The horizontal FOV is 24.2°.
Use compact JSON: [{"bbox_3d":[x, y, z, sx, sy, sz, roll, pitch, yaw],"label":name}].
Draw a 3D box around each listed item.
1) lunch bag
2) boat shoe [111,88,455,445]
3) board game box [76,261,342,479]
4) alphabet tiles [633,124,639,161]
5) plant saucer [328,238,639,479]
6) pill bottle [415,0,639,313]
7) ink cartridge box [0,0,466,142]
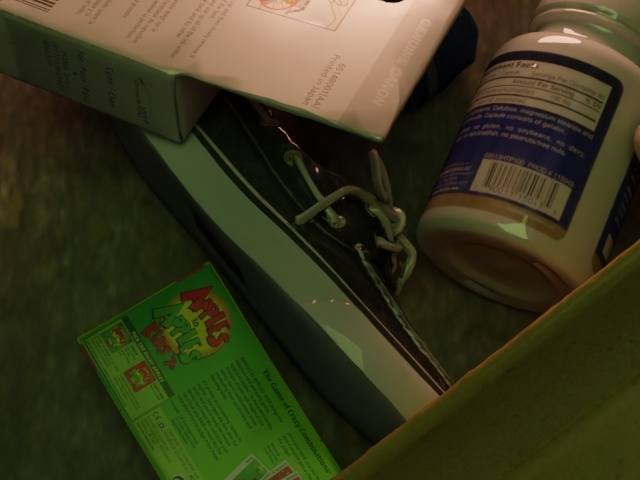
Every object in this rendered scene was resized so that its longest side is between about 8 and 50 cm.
[{"bbox_3d":[0.046,-0.136,0.953,0.065,0.067,0.098,-38,69,-13],"label":"lunch bag"},{"bbox_3d":[0.000,0.002,0.880,0.105,0.113,0.306,-34,56,-14],"label":"boat shoe"},{"bbox_3d":[-0.057,0.113,0.873,0.092,0.043,0.181,-30,71,-10],"label":"board game box"},{"bbox_3d":[0.323,-0.057,0.886,0.284,0.021,0.278,-24,82,-24],"label":"alphabet tiles"},{"bbox_3d":[0.168,0.207,0.739,0.333,0.081,0.332,-39,74,13],"label":"plant saucer"},{"bbox_3d":[0.141,-0.060,0.897,0.112,0.112,0.186,22,71,10],"label":"pill bottle"},{"bbox_3d":[-0.024,-0.180,0.924,0.261,0.066,0.296,21,55,15],"label":"ink cartridge box"}]
